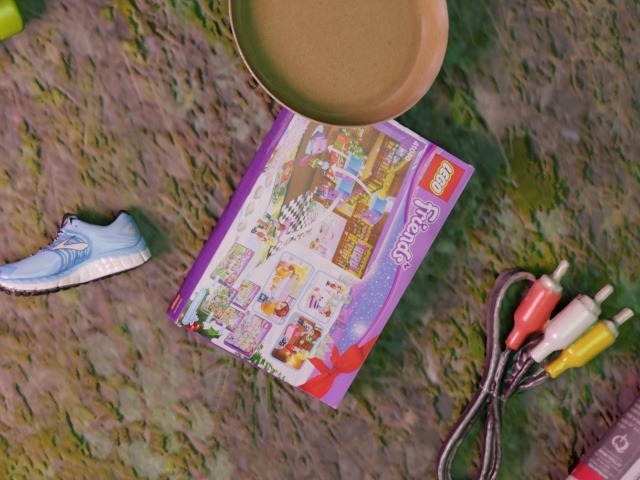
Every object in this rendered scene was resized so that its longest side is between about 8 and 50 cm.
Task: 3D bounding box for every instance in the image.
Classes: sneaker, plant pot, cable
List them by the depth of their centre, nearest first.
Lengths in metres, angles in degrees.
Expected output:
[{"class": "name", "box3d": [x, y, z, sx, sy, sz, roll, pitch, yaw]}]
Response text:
[{"class": "sneaker", "box3d": [-0.255, 0.011, 1.991, 0.162, 0.063, 0.073, -15, 87, -18]}, {"class": "plant pot", "box3d": [0.015, -0.225, 1.996, 0.236, 0.032, 0.236, 4, 80, -21]}, {"class": "cable", "box3d": [0.202, 0.146, 2.139, 0.139, 0.072, 0.287, 36, 89, -14]}]

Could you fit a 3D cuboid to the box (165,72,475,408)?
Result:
[{"class": "box", "box3d": [0.000, 0.000, 2.056, 0.201, 0.057, 0.293, 30, 91, -18]}]

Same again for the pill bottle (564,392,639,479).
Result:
[{"class": "pill bottle", "box3d": [0.422, 0.212, 2.163, 0.176, 0.176, 0.318, 43, 87, -20]}]

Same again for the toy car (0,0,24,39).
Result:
[{"class": "toy car", "box3d": [-0.357, -0.215, 1.836, 0.155, 0.188, 0.149, -26, 107, -10]}]
